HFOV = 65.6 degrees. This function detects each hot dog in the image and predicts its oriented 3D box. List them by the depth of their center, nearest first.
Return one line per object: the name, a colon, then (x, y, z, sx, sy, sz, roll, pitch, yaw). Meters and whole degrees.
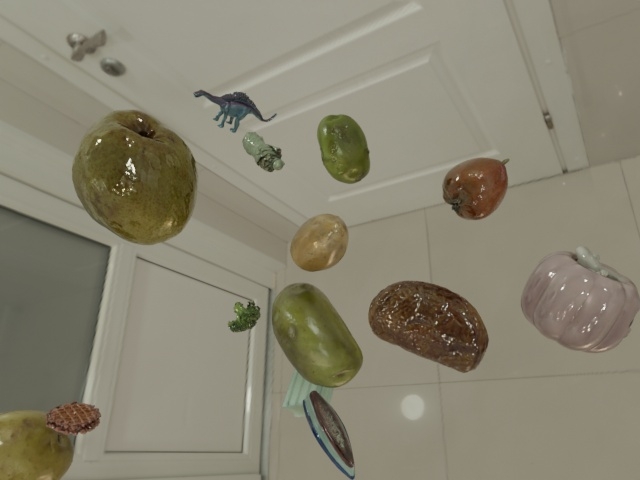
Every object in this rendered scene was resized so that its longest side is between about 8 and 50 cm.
hot dog: (0.347, 0.278, 1.617, 0.388, 0.174, 0.266, 20, 125, 20)

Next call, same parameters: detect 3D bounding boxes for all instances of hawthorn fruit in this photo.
hawthorn fruit: (0.525, -0.186, 1.622, 0.251, 0.199, 0.199, -39, 53, -1)

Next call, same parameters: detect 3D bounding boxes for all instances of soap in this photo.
soap: (-0.021, 0.481, 1.766, 0.160, 0.087, 0.265, -23, 34, 37)

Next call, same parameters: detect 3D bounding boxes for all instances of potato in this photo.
potato: (-0.003, 0.001, 1.052, 0.147, 0.112, 0.112, -42, 52, 24)
potato: (-0.015, 0.202, 1.068, 0.149, 0.197, 0.228, -34, 94, 11)
potato: (-0.744, 0.528, 1.226, 0.243, 0.242, 0.285, -4, 109, 33)
potato: (0.082, -0.318, 1.726, 0.149, 0.253, 0.186, -18, 26, 41)

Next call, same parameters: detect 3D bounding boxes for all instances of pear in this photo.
pear: (-0.319, -0.114, 0.868, 0.229, 0.211, 0.188, 32, 46, 13)

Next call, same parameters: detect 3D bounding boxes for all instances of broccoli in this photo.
broccoli: (-0.233, 0.229, 1.499, 0.097, 0.095, 0.092, -41, 88, 3)

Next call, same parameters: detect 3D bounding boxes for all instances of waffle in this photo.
waffle: (-0.406, 0.295, 0.822, 0.083, 0.075, 0.029, 11, 99, 3)

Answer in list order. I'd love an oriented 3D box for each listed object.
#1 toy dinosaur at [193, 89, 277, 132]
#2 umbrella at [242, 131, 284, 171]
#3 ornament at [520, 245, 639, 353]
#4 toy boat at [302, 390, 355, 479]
toy dinosaur: (-0.181, -0.275, 1.054, 0.080, 0.198, 0.045, -58, 46, 28)
umbrella: (-0.137, -0.212, 1.208, 0.067, 0.062, 0.143, -46, 57, -4)
ornament: (0.435, 0.094, 0.832, 0.178, 0.177, 0.177, -14, 63, 29)
toy boat: (0.027, 0.457, 1.186, 0.229, 0.080, 0.045, -126, 34, -45)
